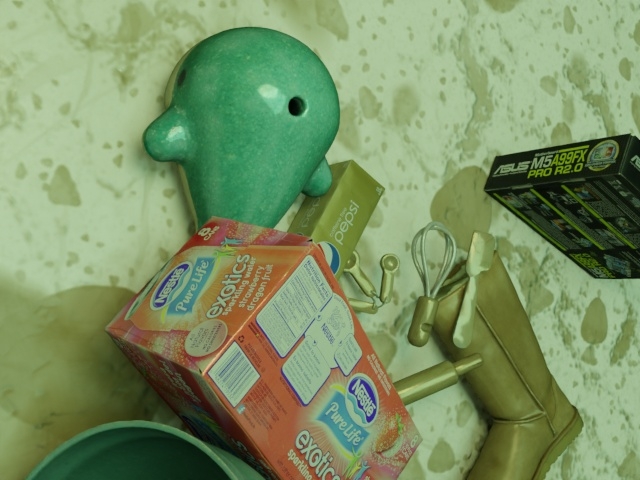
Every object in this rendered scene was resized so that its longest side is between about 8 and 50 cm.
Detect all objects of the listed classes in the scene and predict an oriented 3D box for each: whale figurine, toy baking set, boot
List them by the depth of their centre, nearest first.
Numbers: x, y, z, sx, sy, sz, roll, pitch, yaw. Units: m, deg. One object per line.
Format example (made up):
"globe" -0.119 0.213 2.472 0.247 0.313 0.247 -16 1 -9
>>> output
"whale figurine" -0.067 -0.078 0.785 0.216 0.141 0.272 13 84 -34
"toy baking set" 0.109 0.086 0.916 0.256 0.030 0.197 -16 92 -14
"boot" 0.202 0.185 0.996 0.236 0.089 0.269 -40 106 -33

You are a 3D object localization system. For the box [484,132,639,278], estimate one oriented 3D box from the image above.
"box" 0.388 -0.033 1.051 0.270 0.216 0.060 33 71 -28

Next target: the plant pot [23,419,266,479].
"plant pot" -0.116 0.314 0.668 0.196 0.293 0.293 36 65 -57

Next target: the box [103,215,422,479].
"box" -0.039 0.140 0.742 0.154 0.142 0.300 -50 132 -26

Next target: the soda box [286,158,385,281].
"soda box" 0.000 0.000 0.874 0.058 0.061 0.181 38 67 -26
